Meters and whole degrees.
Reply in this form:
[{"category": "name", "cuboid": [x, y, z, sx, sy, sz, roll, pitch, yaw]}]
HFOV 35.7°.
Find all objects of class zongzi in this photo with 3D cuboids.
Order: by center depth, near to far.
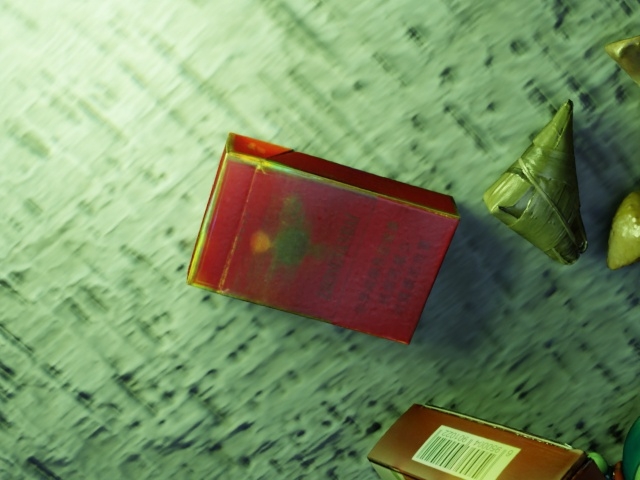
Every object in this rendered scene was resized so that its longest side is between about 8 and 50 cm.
[{"category": "zongzi", "cuboid": [0.321, -0.071, 1.302, 0.160, 0.078, 0.176, 35, 100, -22]}]

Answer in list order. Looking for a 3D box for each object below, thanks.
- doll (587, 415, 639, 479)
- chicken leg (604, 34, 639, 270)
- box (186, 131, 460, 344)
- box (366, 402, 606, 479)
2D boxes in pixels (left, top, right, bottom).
[{"category": "doll", "cuboid": [0.504, 0.340, 1.424, 0.322, 0.186, 0.198, -39, 104, 23]}, {"category": "chicken leg", "cuboid": [0.465, -0.075, 1.267, 0.295, 0.182, 0.409, -33, 107, 29]}, {"category": "box", "cuboid": [0.001, -0.001, 1.308, 0.313, 0.089, 0.197, 16, 113, -9]}, {"category": "box", "cuboid": [0.289, 0.425, 1.365, 0.122, 0.344, 0.385, -43, 112, -22]}]
